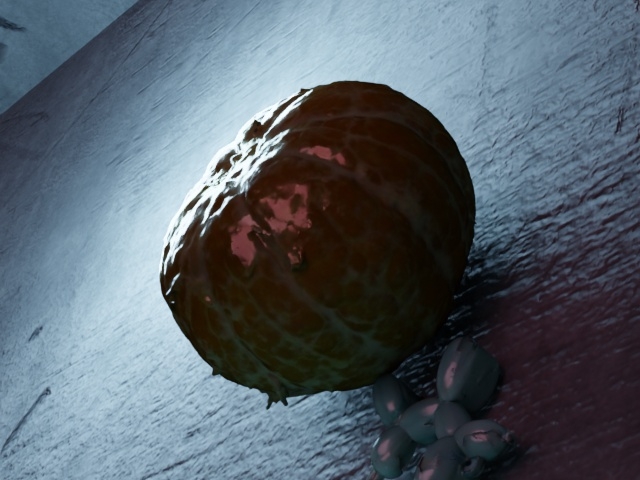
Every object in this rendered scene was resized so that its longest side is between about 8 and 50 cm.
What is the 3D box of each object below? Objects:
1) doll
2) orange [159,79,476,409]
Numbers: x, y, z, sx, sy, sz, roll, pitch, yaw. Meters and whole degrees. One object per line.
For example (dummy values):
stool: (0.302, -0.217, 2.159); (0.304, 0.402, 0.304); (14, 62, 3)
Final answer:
doll: (0.104, 0.162, 1.038); (0.159, 0.059, 0.158); (-25, 35, 37)
orange: (0.000, 0.000, 1.186); (0.329, 0.249, 0.329); (-33, 24, 17)
